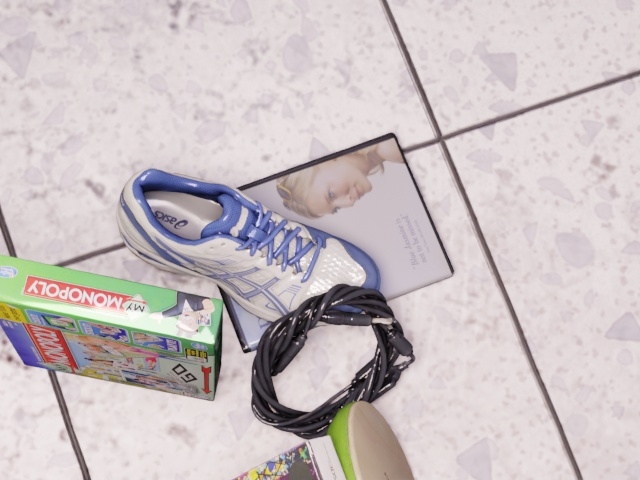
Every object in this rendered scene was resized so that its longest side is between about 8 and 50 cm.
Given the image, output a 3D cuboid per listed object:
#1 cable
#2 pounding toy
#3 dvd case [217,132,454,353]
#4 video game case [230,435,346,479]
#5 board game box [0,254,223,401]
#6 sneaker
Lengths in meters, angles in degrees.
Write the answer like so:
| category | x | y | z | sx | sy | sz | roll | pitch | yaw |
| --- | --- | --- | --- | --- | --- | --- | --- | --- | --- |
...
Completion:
| category | x | y | z | sx | sy | sz | roll | pitch | yaw |
| --- | --- | --- | --- | --- | --- | --- | --- | --- | --- |
| cable | 0.004 | 0.131 | 1.642 | 0.184 | 0.047 | 0.151 | -32 | 122 | 0 |
| pounding toy | 0.033 | 0.292 | 1.589 | 0.110 | 0.183 | 0.237 | -22 | 79 | 16 |
| dvd case | 0.000 | 0.000 | 1.727 | 0.253 | 0.022 | 0.180 | -20 | 77 | -9 |
| video game case | -0.041 | 0.331 | 1.539 | 0.041 | 0.232 | 0.210 | -6 | 69 | -48 |
| board game box | -0.204 | 0.093 | 1.532 | 0.213 | 0.317 | 0.046 | 11 | 74 | -1 |
| sneaker | -0.077 | 0.008 | 1.641 | 0.296 | 0.131 | 0.112 | 16 | 71 | 0 |
